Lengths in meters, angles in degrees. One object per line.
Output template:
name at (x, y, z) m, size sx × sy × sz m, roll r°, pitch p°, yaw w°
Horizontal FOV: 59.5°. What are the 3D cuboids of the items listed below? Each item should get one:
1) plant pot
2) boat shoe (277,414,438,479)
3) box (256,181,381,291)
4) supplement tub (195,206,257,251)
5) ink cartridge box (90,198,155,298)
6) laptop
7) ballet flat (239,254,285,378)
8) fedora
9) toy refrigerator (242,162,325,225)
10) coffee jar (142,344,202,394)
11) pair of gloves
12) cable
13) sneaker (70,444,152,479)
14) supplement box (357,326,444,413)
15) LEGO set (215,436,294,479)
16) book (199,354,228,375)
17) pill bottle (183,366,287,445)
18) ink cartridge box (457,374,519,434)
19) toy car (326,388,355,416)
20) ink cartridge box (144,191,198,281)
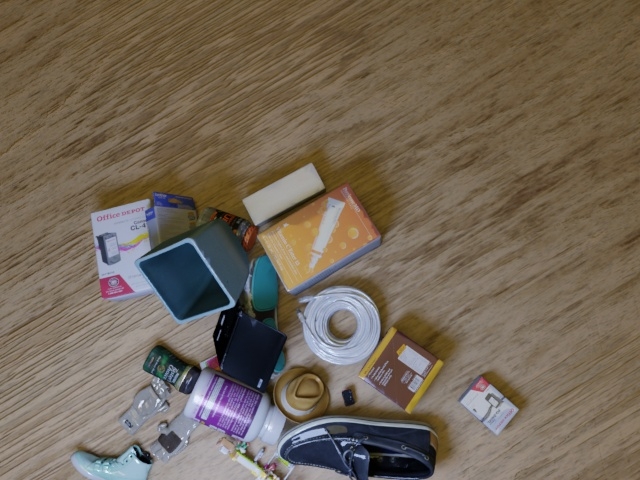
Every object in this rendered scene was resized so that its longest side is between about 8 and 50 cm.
plant pot at (-0.369, 0.070, 1.763) m, size 0.247 × 0.252 × 0.248 m, roll -20°, pitch 110°, yaw 28°
boat shoe at (0.113, 0.646, 1.702) m, size 0.499 × 0.156 × 0.187 m, roll 0°, pitch 124°, yaw 3°
box at (0.000, 0.000, 1.846) m, size 0.345 × 0.168 × 0.215 m, roll -31°, pitch 79°, yaw -1°
supplement tub at (-0.318, -0.034, 1.908) m, size 0.190 × 0.117 × 0.117 m, roll 19°, pitch 82°, yaw 8°
ink cartridge box at (-0.641, 0.036, 1.920) m, size 0.226 × 0.131 × 0.306 m, roll -14°, pitch 81°, yaw 4°
laptop at (-0.233, 0.304, 1.780) m, size 0.136 × 0.264 × 0.234 m, roll 11°, pitch 115°, yaw -25°
ballet flat at (-0.215, 0.252, 1.848) m, size 0.146 × 0.147 × 0.409 m, roll -8°, pitch 79°, yaw 4°
fedora at (-0.050, 0.479, 1.767) m, size 0.194 × 0.079 × 0.194 m, roll 15°, pitch 49°, yaw -18°
toy refrigerator at (-0.122, -0.154, 1.926) m, size 0.269 × 0.094 × 0.102 m, roll -29°, pitch 85°, yaw 1°
coffee jar at (-0.490, 0.431, 1.860) m, size 0.184 × 0.079 × 0.096 m, roll 27°, pitch 88°, yaw 9°
pair of gloves at (-0.526, 0.595, 1.855) m, size 0.240 × 0.042 × 0.204 m, roll 36°, pitch 88°, yaw 12°
cable at (0.070, 0.276, 1.832) m, size 0.257 × 0.089 × 0.257 m, roll -19°, pitch 80°, yaw 1°
sneaker at (-0.670, 0.710, 1.819) m, size 0.255 × 0.094 × 0.151 m, roll 28°, pitch 89°, yaw 0°
supplement box at (0.250, 0.405, 1.770) m, size 0.194 × 0.129 × 0.191 m, roll 35°, pitch 85°, yaw 10°
LEGO set at (-0.186, 0.693, 1.769) m, size 0.287 × 0.132 × 0.107 m, roll 34°, pitch 76°, yaw 16°
book at (-0.321, 0.421, 1.872) m, size 0.144 × 0.035 × 0.096 m, roll -27°, pitch 76°, yaw 0°
pill bottle at (-0.263, 0.531, 1.765) m, size 0.301 × 0.169 × 0.169 m, roll 24°, pitch 83°, yaw -3°
ink cartridge box at (0.527, 0.517, 1.758) m, size 0.150 × 0.063 × 0.109 m, roll 41°, pitch 86°, yaw 11°
toy car at (0.056, 0.526, 1.811) m, size 0.122 × 0.040 × 0.060 m, roll -35°, pitch 100°, yaw -4°
ink cartridge box at (-0.487, -0.002, 1.886) m, size 0.065 × 0.185 × 0.311 m, roll -17°, pitch 78°, yaw 33°
